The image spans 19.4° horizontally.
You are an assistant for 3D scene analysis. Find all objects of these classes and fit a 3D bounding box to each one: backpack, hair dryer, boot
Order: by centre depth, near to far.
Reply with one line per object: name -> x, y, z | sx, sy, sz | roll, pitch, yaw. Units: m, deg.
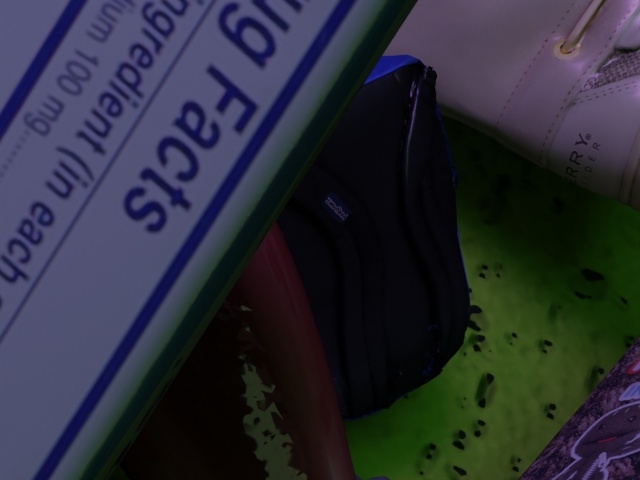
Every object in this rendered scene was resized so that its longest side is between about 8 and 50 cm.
hair dryer -> -0.105, 0.044, 0.576 | 0.293, 0.080, 0.223 | 25, 63, 10
backpack -> 0.000, 0.000, 0.695 | 0.098, 0.101, 0.120 | -28, 110, -31
boot -> 0.097, -0.149, 0.779 | 0.203, 0.095, 0.262 | 19, 68, 12

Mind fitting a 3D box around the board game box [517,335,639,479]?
board game box -> 0.183, 0.148, 0.627 | 0.291, 0.141, 0.232 | -44, 107, -35

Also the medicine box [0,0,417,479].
medicine box -> -0.161, -0.036, 0.420 | 0.289, 0.149, 0.263 | 33, 97, -3

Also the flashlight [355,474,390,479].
flashlight -> -0.111, 0.141, 0.574 | 0.304, 0.103, 0.103 | -21, 88, -36
